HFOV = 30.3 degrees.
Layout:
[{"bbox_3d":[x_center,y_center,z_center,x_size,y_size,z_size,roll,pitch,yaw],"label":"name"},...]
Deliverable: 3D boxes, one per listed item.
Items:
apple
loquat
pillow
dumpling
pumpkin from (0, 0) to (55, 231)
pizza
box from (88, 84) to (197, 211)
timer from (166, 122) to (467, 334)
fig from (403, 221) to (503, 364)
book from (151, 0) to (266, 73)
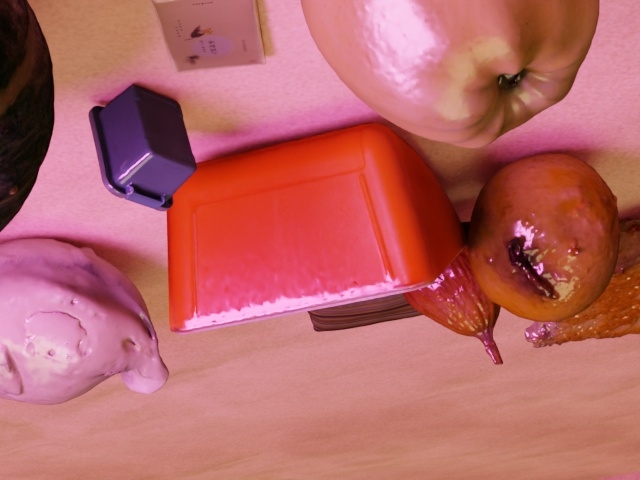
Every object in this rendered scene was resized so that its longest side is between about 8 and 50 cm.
[{"bbox_3d":[0.083,-0.162,0.755,0.200,0.200,0.200,-5,158,-2],"label":"apple"},{"bbox_3d":[0.225,-0.008,1.202,0.149,0.204,0.172,4,115,6],"label":"loquat"},{"bbox_3d":[0.078,0.057,1.453,0.208,0.052,0.212,-11,158,5],"label":"pillow"},{"bbox_3d":[-0.324,0.075,1.325,0.318,0.187,0.243,18,-171,-29],"label":"dumpling"},{"bbox_3d":[-0.319,-0.105,0.773,0.300,0.207,0.300,2,145,1],"label":"pumpkin"},{"bbox_3d":[0.352,0.051,1.455,0.223,0.089,0.323,-13,156,4],"label":"pizza"},{"bbox_3d":[-0.148,-0.082,1.008,0.054,0.099,0.074,-36,145,27],"label":"box"},{"bbox_3d":[0.000,0.000,1.171,0.257,0.161,0.250,-12,170,16],"label":"timer"},{"bbox_3d":[0.145,0.056,1.290,0.119,0.153,0.119,-1,144,-1],"label":"fig"},{"bbox_3d":[-0.085,-0.164,0.921,0.077,0.014,0.111,-5,158,0],"label":"book"}]
